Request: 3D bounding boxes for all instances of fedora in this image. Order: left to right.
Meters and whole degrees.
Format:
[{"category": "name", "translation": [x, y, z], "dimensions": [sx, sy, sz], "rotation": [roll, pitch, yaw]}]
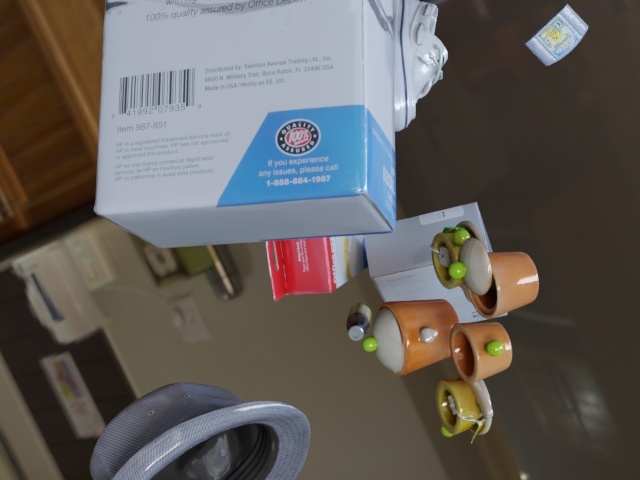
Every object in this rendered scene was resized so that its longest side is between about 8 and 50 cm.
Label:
[{"category": "fedora", "translation": [-0.160, 0.252, 1.399], "dimensions": [0.275, 0.124, 0.244], "rotation": [-24, 141, -25]}]

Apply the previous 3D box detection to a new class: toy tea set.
[{"category": "toy tea set", "translation": [0.142, 0.098, 1.418], "dimensions": [0.124, 0.200, 0.336], "rotation": [-11, 141, -19]}]

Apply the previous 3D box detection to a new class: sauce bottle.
[{"category": "sauce bottle", "translation": [0.063, 0.139, 1.980], "dimensions": [0.042, 0.042, 0.128], "rotation": [-24, -171, 11]}]

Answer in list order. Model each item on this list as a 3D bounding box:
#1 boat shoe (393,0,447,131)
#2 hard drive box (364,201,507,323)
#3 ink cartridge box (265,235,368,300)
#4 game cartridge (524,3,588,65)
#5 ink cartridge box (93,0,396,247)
[{"category": "boat shoe", "translation": [0.103, -0.205, 1.307], "dimensions": [0.075, 0.083, 0.226], "rotation": [2, -133, 1]}, {"category": "hard drive box", "translation": [0.184, 0.051, 1.848], "dimensions": [0.181, 0.089, 0.232], "rotation": [-13, 150, 10]}, {"category": "ink cartridge box", "translation": [0.000, 0.000, 1.776], "dimensions": [0.078, 0.134, 0.231], "rotation": [-3, -167, 24]}, {"category": "game cartridge", "translation": [0.348, -0.298, 1.733], "dimensions": [0.083, 0.056, 0.017], "rotation": [-44, -165, 17]}, {"category": "ink cartridge box", "translation": [-0.056, -0.161, 0.991], "dimensions": [0.223, 0.308, 0.129], "rotation": [-4, 165, 16]}]
